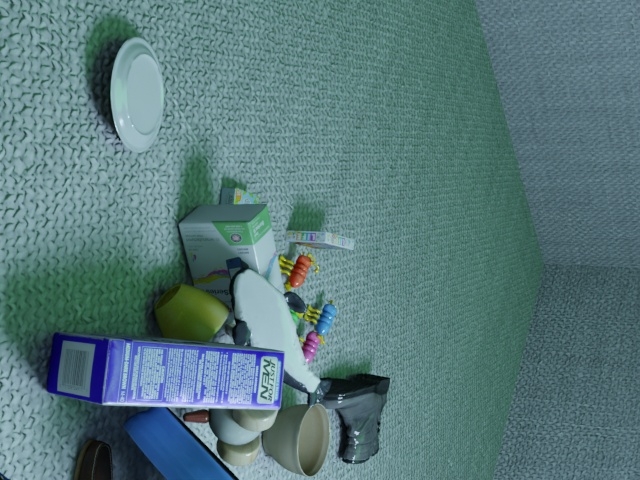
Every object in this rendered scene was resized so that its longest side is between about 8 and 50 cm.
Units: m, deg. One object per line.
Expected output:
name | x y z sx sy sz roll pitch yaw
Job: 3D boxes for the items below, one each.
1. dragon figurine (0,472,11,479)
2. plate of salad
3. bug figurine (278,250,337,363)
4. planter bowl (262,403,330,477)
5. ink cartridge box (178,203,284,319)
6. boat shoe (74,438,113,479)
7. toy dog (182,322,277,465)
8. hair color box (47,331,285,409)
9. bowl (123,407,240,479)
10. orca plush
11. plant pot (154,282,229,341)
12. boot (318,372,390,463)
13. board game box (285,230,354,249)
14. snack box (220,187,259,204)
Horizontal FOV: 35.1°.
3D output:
dragon figurine | -0.420 0.411 1.486 0.085 0.144 0.289 -52 136 -51
plate of salad | -0.323 -0.252 1.748 0.200 0.048 0.199 3 90 -74
bug figurine | -0.033 0.168 2.332 0.279 0.072 0.216 62 39 -45
planter bowl | -0.060 0.440 2.253 0.162 0.109 0.162 -6 97 -63
ink cartridge box | -0.167 0.043 1.955 0.093 0.154 0.212 -53 137 -56
boat shoe | -0.367 0.437 1.677 0.073 0.073 0.206 17 75 -62
toy dog | -0.178 0.275 1.937 0.333 0.161 0.220 -112 -142 -69
hair color box | -0.246 0.213 1.651 0.339 0.185 0.110 12 82 -41
bowl | -0.175 0.427 1.725 0.077 0.391 0.391 -44 139 -12
orca plush | -0.085 0.177 1.910 0.287 0.102 0.151 44 72 -14
plant pot | -0.249 0.135 1.856 0.095 0.134 0.134 48 43 -18
boot | 0.086 0.463 2.556 0.338 0.118 0.222 6 92 -59
board game box | 0.000 0.000 2.352 0.154 0.104 0.026 15 78 -63
snack box | -0.171 -0.031 2.080 0.100 0.037 0.141 21 73 -63
